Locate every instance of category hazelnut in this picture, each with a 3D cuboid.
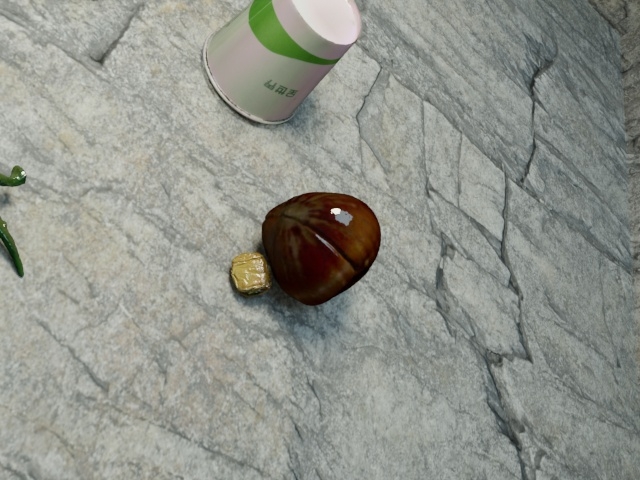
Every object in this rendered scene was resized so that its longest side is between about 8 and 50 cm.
[{"bbox_3d":[0.000,0.000,1.215,0.229,0.229,0.230,18,60,-33],"label":"hazelnut"}]

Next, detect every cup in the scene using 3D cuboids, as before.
[{"bbox_3d":[-0.071,-0.408,1.325,0.253,0.274,0.253,18,60,-33],"label":"cup"}]

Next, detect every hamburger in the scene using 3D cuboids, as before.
[{"bbox_3d":[-0.129,0.063,1.208,0.076,0.044,0.083,-11,73,-5],"label":"hamburger"}]

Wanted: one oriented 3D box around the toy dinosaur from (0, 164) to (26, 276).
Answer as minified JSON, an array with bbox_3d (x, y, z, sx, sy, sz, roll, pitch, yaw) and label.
[{"bbox_3d":[-0.584,-0.132,0.877,0.300,0.087,0.447,-23,92,-52],"label":"toy dinosaur"}]
